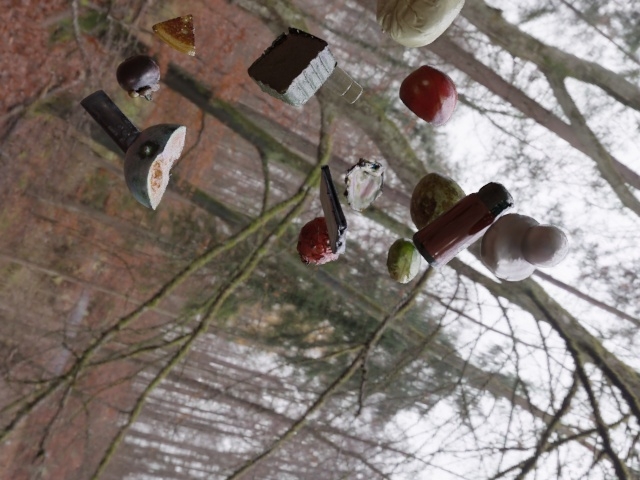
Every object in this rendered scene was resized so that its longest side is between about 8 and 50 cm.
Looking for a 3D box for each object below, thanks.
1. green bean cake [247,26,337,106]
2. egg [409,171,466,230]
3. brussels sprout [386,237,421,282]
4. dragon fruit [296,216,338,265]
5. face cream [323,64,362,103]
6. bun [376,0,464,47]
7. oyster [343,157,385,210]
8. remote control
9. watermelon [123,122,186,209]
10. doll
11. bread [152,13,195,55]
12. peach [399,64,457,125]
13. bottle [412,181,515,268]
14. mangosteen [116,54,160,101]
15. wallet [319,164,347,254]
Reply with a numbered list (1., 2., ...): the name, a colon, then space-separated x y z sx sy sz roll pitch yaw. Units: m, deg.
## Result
1. green bean cake: -0.069 -0.438 1.501 0.173 0.094 0.181 34 -99 37
2. egg: 0.477 -0.140 2.370 0.238 0.238 0.289 -40 -122 50
3. brussels sprout: 0.344 0.081 2.405 0.161 0.144 0.180 -76 177 -75
4. dragon fruit: 0.000 0.000 2.160 0.210 0.172 0.172 -32 -141 32
5. face cream: 0.017 -0.685 2.365 0.137 0.341 0.084 -40 -156 39
6. bun: 0.226 -0.577 1.392 0.229 0.145 0.229 -31 -133 41
7. oyster: 0.170 -0.228 2.250 0.092 0.198 0.260 27 -126 38
8. remote control: -0.766 -0.423 2.268 0.107 0.377 0.044 -41 173 -18
9. watermelon: -0.625 -0.296 2.093 0.175 0.188 0.321 78 30 -78
10. doll: 0.615 0.023 1.754 0.221 0.251 0.220 165 -90 -78
11. bread: -0.454 -0.662 1.922 0.154 0.135 0.054 -37 -177 -30
12. peach: 0.504 -0.653 2.663 0.274 0.249 0.245 58 -25 11
13. bottle: 0.469 -0.056 1.902 0.336 0.144 0.144 -38 -148 18
14. mangosteen: -0.544 -0.488 1.774 0.140 0.140 0.140 -49 -151 40
15. wallet: 0.033 -0.083 1.664 0.167 0.036 0.221 92 -14 -59
